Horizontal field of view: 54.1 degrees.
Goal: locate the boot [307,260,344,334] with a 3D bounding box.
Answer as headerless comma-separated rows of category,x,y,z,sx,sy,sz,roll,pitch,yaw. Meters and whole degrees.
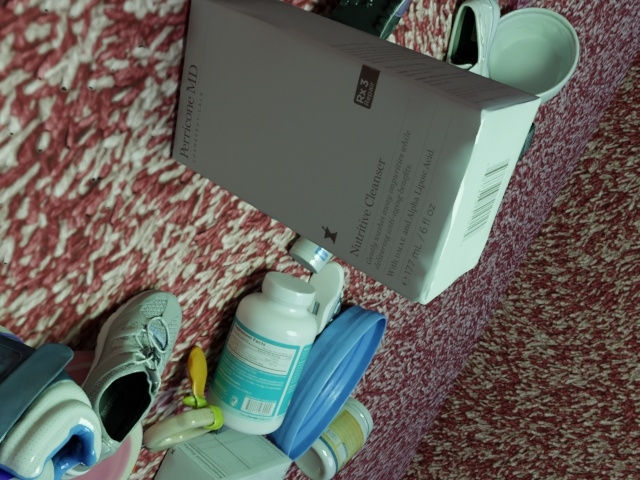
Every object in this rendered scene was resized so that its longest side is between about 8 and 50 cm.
boot,0.016,0.109,1.308,0.086,0.069,0.190,-34,152,-52

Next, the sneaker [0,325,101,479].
sneaker,-0.357,0.183,0.557,0.323,0.236,0.130,-7,123,-57

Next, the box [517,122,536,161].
box,0.408,-0.231,1.521,0.180,0.147,0.077,-45,150,-24

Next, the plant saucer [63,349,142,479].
plant saucer,-0.364,0.308,0.839,0.332,0.084,0.332,-41,148,-33

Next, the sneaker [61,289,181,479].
sneaker,-0.231,0.170,0.792,0.105,0.115,0.281,53,34,-28

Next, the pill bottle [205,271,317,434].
pill bottle,-0.095,0.192,1.097,0.146,0.146,0.264,1,113,-59

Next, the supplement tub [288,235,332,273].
supplement tub,0.000,0.000,1.153,0.107,0.071,0.071,-53,152,-14

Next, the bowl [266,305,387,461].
bowl,0.015,0.319,1.433,0.391,0.077,0.391,-49,160,-25

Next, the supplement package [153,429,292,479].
supplement package,-0.193,0.465,1.221,0.244,0.139,0.133,15,103,-61

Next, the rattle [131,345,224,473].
rattle,-0.268,0.287,1.043,0.200,0.142,0.130,-31,173,28

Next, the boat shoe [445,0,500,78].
boat shoe,0.296,-0.355,1.271,0.088,0.096,0.267,-29,139,-38

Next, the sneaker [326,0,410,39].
sneaker,0.048,-0.286,0.918,0.283,0.107,0.124,-50,172,3

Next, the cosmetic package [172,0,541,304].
cosmetic package,0.018,-0.125,0.720,0.156,0.385,0.217,-24,134,-50

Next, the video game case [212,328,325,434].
video game case,-0.103,0.285,1.318,0.274,0.026,0.196,-5,121,-59

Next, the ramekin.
ramekin,0.457,-0.395,1.389,0.207,0.207,0.109,-59,162,0

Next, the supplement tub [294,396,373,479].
supplement tub,0.031,0.514,1.637,0.200,0.144,0.144,-31,141,-42
